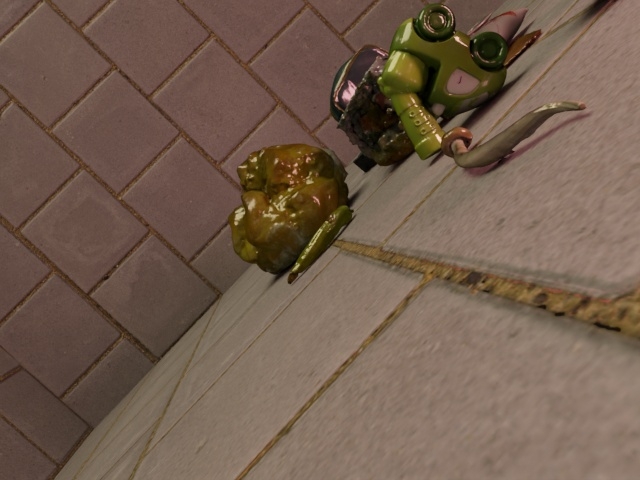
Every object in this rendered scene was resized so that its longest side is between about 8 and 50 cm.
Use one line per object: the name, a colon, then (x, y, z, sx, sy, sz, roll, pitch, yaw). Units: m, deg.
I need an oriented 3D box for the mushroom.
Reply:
mushroom: (0.180, -0.106, 0.612, 0.306, 0.043, 0.068, -117, 46, -82)

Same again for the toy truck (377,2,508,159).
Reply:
toy truck: (0.176, -0.258, 0.910, 0.210, 0.187, 0.148, -46, 0, -4)

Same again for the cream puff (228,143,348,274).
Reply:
cream puff: (-0.104, -0.107, 1.480, 0.378, 0.275, 0.378, -45, 8, 9)

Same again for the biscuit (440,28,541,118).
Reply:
biscuit: (0.337, -0.335, 1.164, 0.232, 0.013, 0.237, -44, 5, 15)

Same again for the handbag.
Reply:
handbag: (0.156, -0.372, 1.493, 0.222, 0.263, 0.241, -60, 7, 4)

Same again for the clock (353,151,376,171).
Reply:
clock: (0.217, -0.330, 1.796, 0.280, 0.055, 0.280, -46, 5, 5)

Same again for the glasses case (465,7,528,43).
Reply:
glasses case: (0.367, -0.447, 1.259, 0.128, 0.083, 0.308, -40, 7, 45)

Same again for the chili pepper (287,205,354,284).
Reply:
chili pepper: (0.000, 0.000, 1.135, 0.208, 0.043, 0.049, -48, 19, -17)

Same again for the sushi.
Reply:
sushi: (0.145, -0.272, 1.235, 0.274, 0.184, 0.139, -52, -1, 44)
